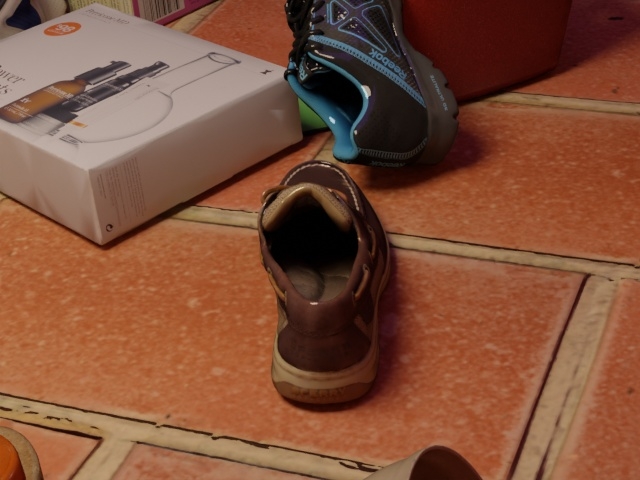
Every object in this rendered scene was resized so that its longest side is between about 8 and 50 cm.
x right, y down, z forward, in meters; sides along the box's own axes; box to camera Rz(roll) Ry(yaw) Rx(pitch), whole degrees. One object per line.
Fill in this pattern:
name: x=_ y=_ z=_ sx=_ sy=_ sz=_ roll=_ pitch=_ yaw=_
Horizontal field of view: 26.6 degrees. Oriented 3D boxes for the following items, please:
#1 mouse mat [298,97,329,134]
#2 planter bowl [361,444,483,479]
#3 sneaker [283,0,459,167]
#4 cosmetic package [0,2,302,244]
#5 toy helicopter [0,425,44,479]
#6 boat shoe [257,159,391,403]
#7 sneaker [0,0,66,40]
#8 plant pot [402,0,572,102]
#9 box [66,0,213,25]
mouse mat: x=-0.044 y=-0.156 z=1.599 sx=0.189 sy=0.007 sz=0.152 roll=-11 pitch=32 yaw=-11
planter bowl: x=0.048 y=0.222 z=0.852 sx=0.109 sy=0.162 sz=0.162 roll=-22 pitch=24 yaw=25
sneaker: x=0.020 y=-0.225 z=1.450 sx=0.139 sy=0.125 sz=0.341 roll=-12 pitch=62 yaw=-36
cosmetic package: x=-0.251 y=-0.148 z=1.529 sx=0.284 sy=0.097 sz=0.377 roll=-29 pitch=38 yaw=-36
toy helicopter: x=-0.366 y=0.213 z=0.929 sx=0.355 sy=0.140 sz=0.235 roll=-20 pitch=33 yaw=-19
boat shoe: x=0.000 y=0.000 z=1.226 sx=0.123 sy=0.123 sz=0.342 roll=-2 pitch=32 yaw=4
sneaker: x=-0.401 y=-0.315 z=1.721 sx=0.127 sy=0.182 sz=0.315 roll=12 pitch=34 yaw=1
plant pot: x=0.161 y=-0.317 z=1.617 sx=0.235 sy=0.267 sz=0.267 roll=-1 pitch=29 yaw=-18
box: x=-0.272 y=-0.400 z=1.922 sx=0.243 sy=0.117 sz=0.213 roll=22 pitch=41 yaw=35
